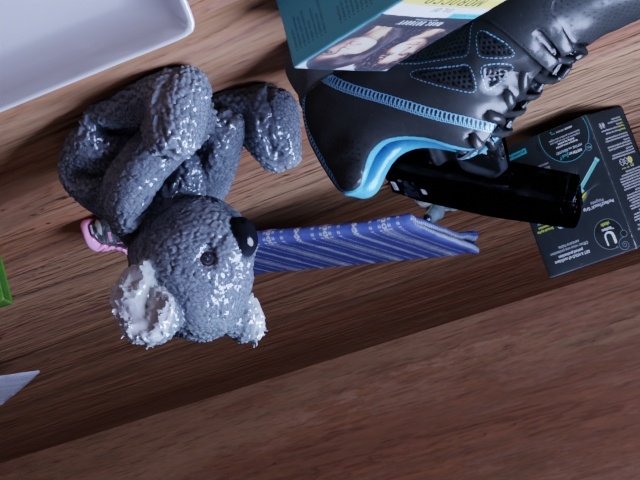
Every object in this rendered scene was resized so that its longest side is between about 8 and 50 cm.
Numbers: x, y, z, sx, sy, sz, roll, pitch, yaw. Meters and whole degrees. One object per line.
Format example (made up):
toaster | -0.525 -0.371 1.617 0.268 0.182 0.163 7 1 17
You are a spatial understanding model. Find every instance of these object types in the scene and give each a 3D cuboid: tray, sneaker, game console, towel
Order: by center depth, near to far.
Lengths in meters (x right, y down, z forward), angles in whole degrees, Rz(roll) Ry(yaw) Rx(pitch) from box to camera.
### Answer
tray | -0.220 -0.133 0.886 0.270 0.030 0.145 -22 130 -2
sneaker | 0.144 -0.140 1.251 0.341 0.139 0.125 -20 166 22
game console | 0.160 -0.087 1.594 0.213 0.044 0.361 12 169 14
sneaker | -0.207 -0.013 1.712 0.057 0.047 0.119 -33 162 28
towel | 0.000 0.000 1.887 0.336 0.040 0.243 -6 171 25

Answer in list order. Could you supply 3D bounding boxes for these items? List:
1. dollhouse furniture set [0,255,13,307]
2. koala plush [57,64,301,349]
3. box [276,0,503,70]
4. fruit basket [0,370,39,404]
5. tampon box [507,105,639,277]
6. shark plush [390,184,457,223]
dollhouse furniture set | -0.428 0.062 1.749 0.152 0.058 0.076 -15 169 2
koala plush | -0.120 -0.010 1.349 0.203 0.221 0.196 -21 168 31
box | 0.084 -0.194 1.107 0.101 0.060 0.244 -4 165 -41
fruit basket | -0.663 0.282 2.430 0.327 0.165 0.353 -4 149 -46
tampon box | 0.306 -0.056 1.785 0.120 0.161 0.101 -22 178 37
shark plush | 0.165 -0.065 1.892 0.161 0.073 0.067 3 129 -40
